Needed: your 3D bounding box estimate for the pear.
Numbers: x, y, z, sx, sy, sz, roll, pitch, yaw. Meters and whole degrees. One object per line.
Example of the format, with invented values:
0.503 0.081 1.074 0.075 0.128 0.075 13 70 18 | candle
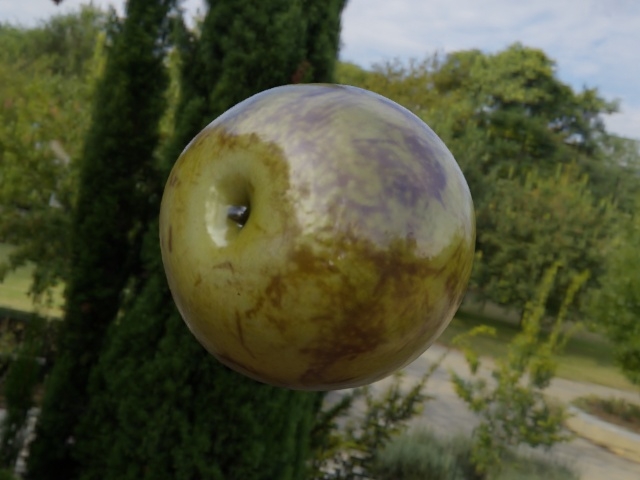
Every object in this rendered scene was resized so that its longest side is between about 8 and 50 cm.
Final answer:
0.000 0.000 0.821 0.280 0.281 0.281 13 2 0 | pear
